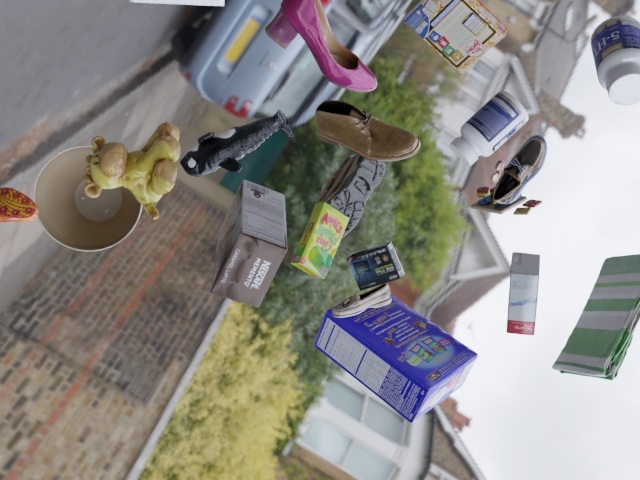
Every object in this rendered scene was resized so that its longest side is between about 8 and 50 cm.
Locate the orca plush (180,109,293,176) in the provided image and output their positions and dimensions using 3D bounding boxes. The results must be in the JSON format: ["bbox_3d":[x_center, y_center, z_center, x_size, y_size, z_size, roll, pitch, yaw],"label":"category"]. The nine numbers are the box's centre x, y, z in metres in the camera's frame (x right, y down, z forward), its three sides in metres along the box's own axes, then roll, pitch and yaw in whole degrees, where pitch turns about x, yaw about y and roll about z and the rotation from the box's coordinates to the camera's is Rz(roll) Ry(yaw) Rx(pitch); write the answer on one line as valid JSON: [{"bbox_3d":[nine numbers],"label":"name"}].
[{"bbox_3d":[-0.200,-0.208,1.835,0.287,0.102,0.151,-18,163,-5],"label":"orca plush"}]

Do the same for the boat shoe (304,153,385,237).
[{"bbox_3d":[0.059,-0.122,2.135,0.120,0.122,0.324,9,-124,54],"label":"boat shoe"}]

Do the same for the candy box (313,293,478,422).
[{"bbox_3d":[0.186,0.271,1.854,0.268,0.317,0.122,-16,136,-52],"label":"candy box"}]

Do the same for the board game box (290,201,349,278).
[{"bbox_3d":[0.000,0.000,1.974,0.043,0.092,0.181,-4,-121,56],"label":"board game box"}]

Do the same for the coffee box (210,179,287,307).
[{"bbox_3d":[-0.138,0.001,1.463,0.246,0.098,0.141,-97,-149,-62],"label":"coffee box"}]

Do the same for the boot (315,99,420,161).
[{"bbox_3d":[0.122,-0.301,2.041,0.115,0.305,0.112,77,35,-57],"label":"boot"}]

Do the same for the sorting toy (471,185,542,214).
[{"bbox_3d":[0.593,-0.138,2.472,0.132,0.046,0.274,-26,-155,-29],"label":"sorting toy"}]

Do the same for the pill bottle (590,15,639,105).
[{"bbox_3d":[0.641,-0.378,1.588,0.112,0.112,0.186,-50,-155,45],"label":"pill bottle"}]

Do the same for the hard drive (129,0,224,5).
[{"bbox_3d":[-0.290,-0.643,1.528,0.040,0.203,0.307,-129,-140,-55],"label":"hard drive"}]

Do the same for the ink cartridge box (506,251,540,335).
[{"bbox_3d":[0.517,0.134,1.909,0.127,0.072,0.175,-56,147,-61],"label":"ink cartridge box"}]

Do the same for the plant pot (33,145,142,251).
[{"bbox_3d":[-0.631,-0.117,2.092,0.284,0.284,0.191,-56,-172,-1],"label":"plant pot"}]

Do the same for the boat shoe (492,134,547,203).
[{"bbox_3d":[0.462,-0.160,1.739,0.066,0.066,0.183,-12,133,-51],"label":"boat shoe"}]

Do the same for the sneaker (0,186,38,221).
[{"bbox_3d":[-0.596,-0.060,1.377,0.067,0.175,0.064,80,21,-60],"label":"sneaker"}]

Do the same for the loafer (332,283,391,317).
[{"bbox_3d":[0.077,0.113,1.438,0.045,0.125,0.039,-149,-131,-60],"label":"loafer"}]

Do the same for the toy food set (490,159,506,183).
[{"bbox_3d":[0.552,-0.219,2.338,0.122,0.019,0.078,11,101,-67],"label":"toy food set"}]

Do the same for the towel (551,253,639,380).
[{"bbox_3d":[0.681,0.174,1.777,0.325,0.038,0.248,-61,-173,-11],"label":"towel"}]

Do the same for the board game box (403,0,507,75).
[{"bbox_3d":[0.314,-0.503,1.750,0.147,0.193,0.045,-39,-164,39],"label":"board game box"}]

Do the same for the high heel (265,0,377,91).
[{"bbox_3d":[0.047,-0.541,2.038,0.181,0.377,0.127,-40,-138,37],"label":"high heel"}]

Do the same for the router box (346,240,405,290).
[{"bbox_3d":[0.138,0.065,1.883,0.122,0.092,0.038,-20,-171,29],"label":"router box"}]

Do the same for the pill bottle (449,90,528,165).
[{"bbox_3d":[0.378,-0.251,1.700,0.169,0.094,0.094,-43,-173,2],"label":"pill bottle"}]

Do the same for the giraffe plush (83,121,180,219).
[{"bbox_3d":[-0.408,-0.158,1.592,0.210,0.170,0.181,-59,-151,36],"label":"giraffe plush"}]
